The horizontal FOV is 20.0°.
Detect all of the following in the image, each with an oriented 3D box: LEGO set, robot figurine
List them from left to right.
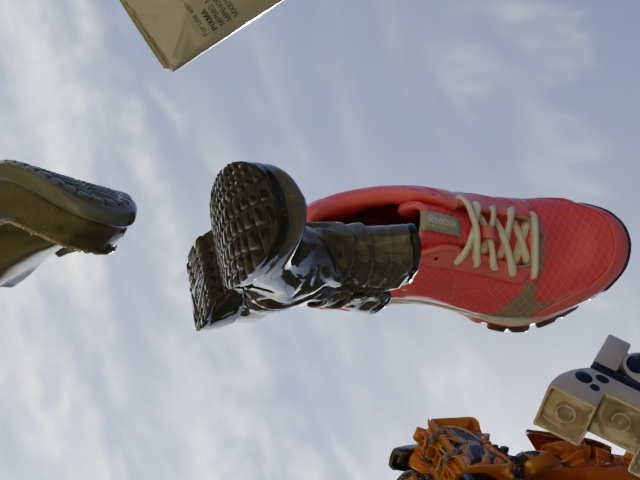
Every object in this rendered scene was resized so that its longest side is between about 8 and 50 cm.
[{"bbox_3d":[0.206,0.227,1.661,0.211,0.291,0.085,-131,-127,-65],"label":"robot figurine"},{"bbox_3d":[0.188,0.113,0.682,0.227,0.093,0.087,26,-58,12],"label":"LEGO set"}]

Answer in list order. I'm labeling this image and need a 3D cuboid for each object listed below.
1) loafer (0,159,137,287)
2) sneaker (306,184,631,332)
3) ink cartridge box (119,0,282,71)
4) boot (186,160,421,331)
[{"bbox_3d":[-0.208,-0.003,1.248,0.251,0.094,0.087,3,-102,57],"label":"loafer"},{"bbox_3d":[0.116,0.010,1.553,0.136,0.313,0.116,96,-8,-74],"label":"sneaker"},{"bbox_3d":[-0.040,-0.264,1.285,0.114,0.273,0.197,55,3,-30],"label":"ink cartridge box"},{"bbox_3d":[0.000,0.000,1.310,0.246,0.161,0.083,127,-44,-67],"label":"boot"}]
